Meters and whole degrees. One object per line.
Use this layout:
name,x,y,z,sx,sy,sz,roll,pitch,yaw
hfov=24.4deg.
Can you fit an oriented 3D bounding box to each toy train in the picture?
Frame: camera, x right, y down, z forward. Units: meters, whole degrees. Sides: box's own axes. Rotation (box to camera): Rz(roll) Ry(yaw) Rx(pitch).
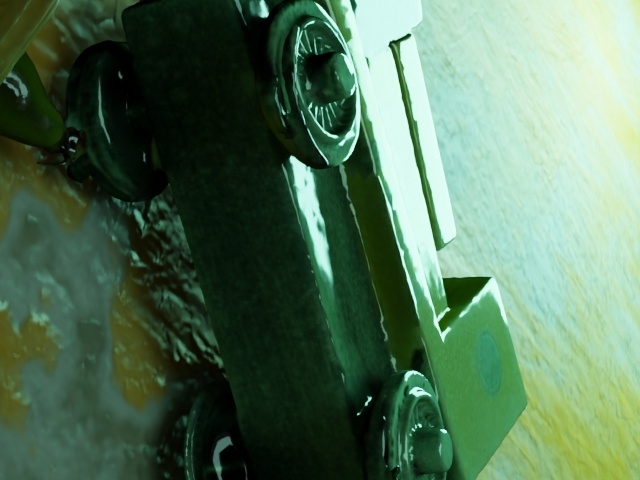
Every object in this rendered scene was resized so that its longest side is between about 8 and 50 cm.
toy train,0.000,0.000,0.868,0.253,0.160,0.397,-39,117,-59

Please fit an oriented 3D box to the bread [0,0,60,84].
bread,-0.199,-0.112,0.523,0.240,0.240,0.139,11,85,-55

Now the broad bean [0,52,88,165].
broad bean,-0.189,-0.140,0.699,0.065,0.046,0.254,-33,111,-24
